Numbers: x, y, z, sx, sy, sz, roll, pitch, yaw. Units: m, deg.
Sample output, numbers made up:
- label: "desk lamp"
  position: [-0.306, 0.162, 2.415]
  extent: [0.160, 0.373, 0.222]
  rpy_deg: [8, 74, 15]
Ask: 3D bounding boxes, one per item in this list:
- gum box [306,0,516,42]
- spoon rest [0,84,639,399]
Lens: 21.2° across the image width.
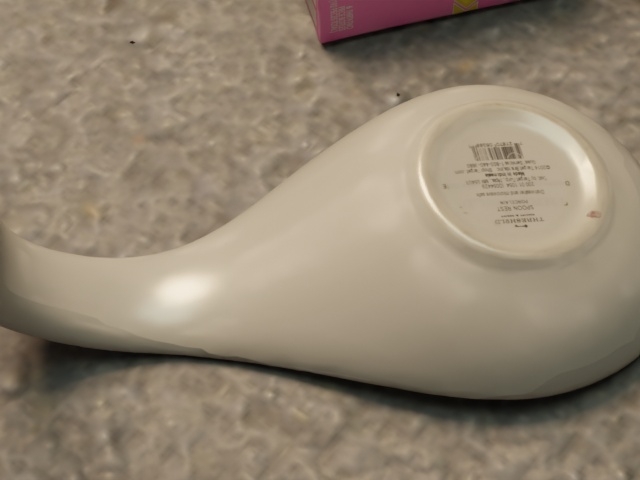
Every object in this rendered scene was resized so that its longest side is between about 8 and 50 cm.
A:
- label: "gum box"
  position: [0.027, -0.185, 0.753]
  extent: [0.107, 0.062, 0.188]
  rpy_deg: [-13, 57, -7]
- label: "spoon rest"
  position: [0.000, 0.000, 0.634]
  extent: [0.276, 0.084, 0.137]
  rpy_deg: [0, 56, -14]
